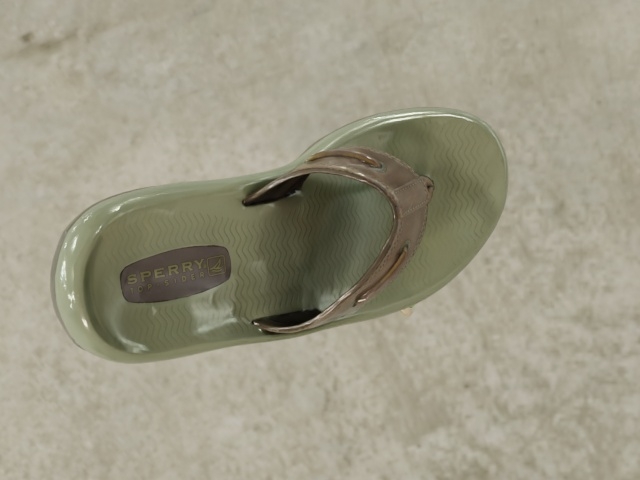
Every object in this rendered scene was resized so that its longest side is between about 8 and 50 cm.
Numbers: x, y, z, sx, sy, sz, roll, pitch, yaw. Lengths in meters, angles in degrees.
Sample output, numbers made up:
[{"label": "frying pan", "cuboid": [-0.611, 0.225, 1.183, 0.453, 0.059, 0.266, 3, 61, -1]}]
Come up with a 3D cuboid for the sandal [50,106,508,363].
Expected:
[{"label": "sandal", "cuboid": [-0.001, 0.002, 0.677, 0.302, 0.120, 0.086, -20, 9, -33]}]

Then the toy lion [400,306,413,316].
[{"label": "toy lion", "cuboid": [0.050, 0.022, 1.086, 0.034, 0.096, 0.100, -48, 21, 1]}]
